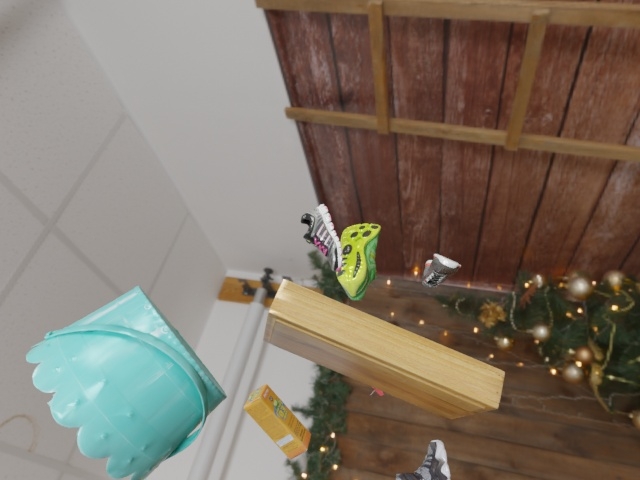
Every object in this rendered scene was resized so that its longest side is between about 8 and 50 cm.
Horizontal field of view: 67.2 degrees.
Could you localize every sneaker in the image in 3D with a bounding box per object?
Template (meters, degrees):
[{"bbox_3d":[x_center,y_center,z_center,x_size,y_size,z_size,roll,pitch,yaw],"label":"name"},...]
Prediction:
[{"bbox_3d":[0.250,0.073,1.018,0.064,0.061,0.158,-63,-8,-9],"label":"sneaker"},{"bbox_3d":[0.108,0.052,1.370,0.295,0.110,0.123,-65,-30,-49],"label":"sneaker"},{"bbox_3d":[0.000,0.000,1.120,0.063,0.075,0.170,104,149,-68],"label":"sneaker"},{"bbox_3d":[0.295,0.674,1.394,0.268,0.153,0.101,-60,-39,-75],"label":"sneaker"}]

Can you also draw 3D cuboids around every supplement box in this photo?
[{"bbox_3d":[-0.133,0.570,1.519,0.233,0.080,0.078,49,-160,-9],"label":"supplement box"}]

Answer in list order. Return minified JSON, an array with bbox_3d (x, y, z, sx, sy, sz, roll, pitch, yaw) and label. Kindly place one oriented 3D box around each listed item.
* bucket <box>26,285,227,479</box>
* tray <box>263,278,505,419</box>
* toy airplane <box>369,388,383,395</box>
[{"bbox_3d":[-0.295,0.221,0.775,0.183,0.281,0.281,-39,-34,-17],"label":"bucket"},{"bbox_3d":[0.098,0.215,0.898,0.203,0.411,0.076,110,-176,-63],"label":"tray"},{"bbox_3d":[0.228,0.500,1.705,0.028,0.151,0.151,-33,-52,-67],"label":"toy airplane"}]
